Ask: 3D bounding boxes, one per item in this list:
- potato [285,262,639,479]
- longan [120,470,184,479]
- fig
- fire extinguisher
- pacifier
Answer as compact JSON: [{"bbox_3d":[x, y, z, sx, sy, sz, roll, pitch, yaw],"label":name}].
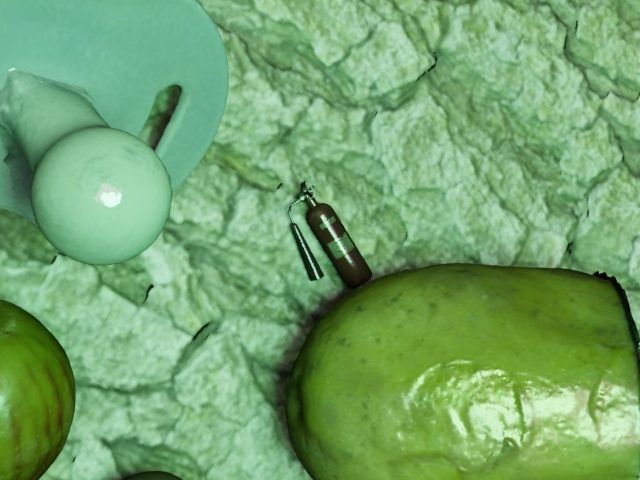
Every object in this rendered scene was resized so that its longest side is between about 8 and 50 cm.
[{"bbox_3d":[0.105,0.123,0.866,0.266,0.229,0.229,2,87,-5],"label":"potato"},{"bbox_3d":[-0.123,0.227,0.820,0.113,0.092,0.113,2,85,-20],"label":"longan"},{"bbox_3d":[-0.233,0.131,0.773,0.142,0.148,0.186,-42,141,-30],"label":"fig"},{"bbox_3d":[-0.001,-0.001,0.913,0.046,0.032,0.100,-30,100,16],"label":"fire extinguisher"},{"bbox_3d":[-0.164,-0.081,0.726,0.299,0.233,0.244,9,124,-43],"label":"pacifier"}]
